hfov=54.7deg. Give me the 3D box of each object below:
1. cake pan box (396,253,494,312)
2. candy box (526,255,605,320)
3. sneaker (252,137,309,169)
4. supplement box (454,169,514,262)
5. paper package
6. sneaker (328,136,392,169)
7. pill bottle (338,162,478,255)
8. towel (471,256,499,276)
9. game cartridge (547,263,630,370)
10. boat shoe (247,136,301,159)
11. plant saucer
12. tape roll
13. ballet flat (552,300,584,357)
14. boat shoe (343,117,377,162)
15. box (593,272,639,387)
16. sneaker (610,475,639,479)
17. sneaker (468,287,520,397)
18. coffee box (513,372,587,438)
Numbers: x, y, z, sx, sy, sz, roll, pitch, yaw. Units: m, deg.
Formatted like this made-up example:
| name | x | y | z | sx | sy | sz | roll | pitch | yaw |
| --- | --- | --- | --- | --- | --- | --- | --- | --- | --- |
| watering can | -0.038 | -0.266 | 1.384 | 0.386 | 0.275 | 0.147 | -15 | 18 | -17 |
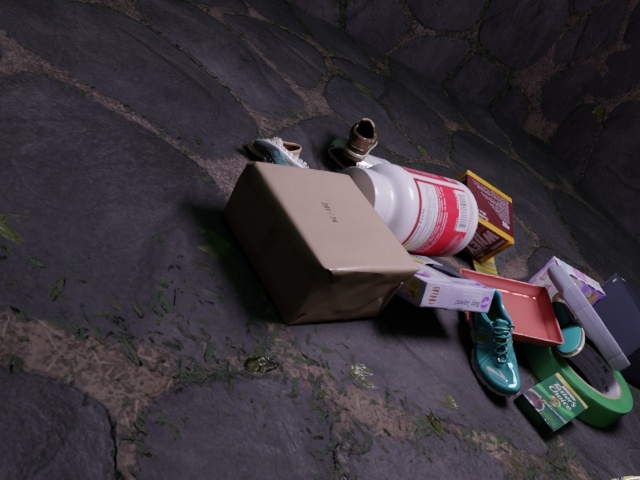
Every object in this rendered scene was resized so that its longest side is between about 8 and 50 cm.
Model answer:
| name | x | y | z | sx | sy | sz | roll | pitch | yaw |
| --- | --- | --- | --- | --- | --- | --- | --- | --- | --- |
| cake pan box | 0.250 | 0.095 | 1.496 | 0.267 | 0.070 | 0.246 | 10 | 14 | -38 |
| candy box | 0.763 | 0.165 | 1.959 | 0.196 | 0.164 | 0.070 | 28 | 30 | -17 |
| sneaker | -0.111 | -0.203 | 1.621 | 0.167 | 0.065 | 0.076 | 32 | 71 | -14 |
| supplement box | 0.478 | -0.073 | 1.904 | 0.191 | 0.129 | 0.194 | 29 | 47 | -20 |
| paper package | 0.000 | 0.000 | 1.346 | 0.310 | 0.168 | 0.324 | 1 | 45 | -44 |
| sneaker | 0.132 | -0.223 | 1.915 | 0.258 | 0.094 | 0.091 | 31 | 37 | 7 |
| pill bottle | 0.217 | -0.079 | 1.644 | 0.408 | 0.229 | 0.229 | 7 | 41 | -43 |
| towel | 0.511 | 0.017 | 1.975 | 0.102 | 0.021 | 0.237 | 19 | 51 | -32 |
| game cartridge | 0.742 | 0.215 | 1.717 | 0.297 | 0.062 | 0.198 | 52 | 20 | -12 |
| boat shoe | -0.123 | -0.256 | 1.696 | 0.170 | 0.059 | 0.063 | 3 | 44 | -46 |
| plant saucer | 0.509 | 0.190 | 1.694 | 0.259 | 0.047 | 0.259 | 13 | 32 | 1 |
| tape roll | 0.711 | 0.359 | 1.716 | 0.321 | 0.077 | 0.321 | 27 | 31 | -18 |
| ballet flat | 0.673 | 0.254 | 1.674 | 0.086 | 0.086 | 0.248 | 33 | 28 | -8 |
| boat shoe | 0.139 | -0.327 | 1.889 | 0.095 | 0.095 | 0.257 | 23 | 33 | -4 |
| box | 1.086 | 0.332 | 2.062 | 0.313 | 0.179 | 0.343 | 31 | 29 | -13 |
| sneaker | 0.681 | 0.571 | 1.306 | 0.385 | 0.147 | 0.145 | 10 | 38 | -42 |
| sneaker | 0.419 | 0.240 | 1.487 | 0.107 | 0.110 | 0.275 | 1 | 54 | -10 |
| coffee box | 0.564 | 0.398 | 1.509 | 0.184 | 0.040 | 0.113 | -8 | 52 | -42 |
